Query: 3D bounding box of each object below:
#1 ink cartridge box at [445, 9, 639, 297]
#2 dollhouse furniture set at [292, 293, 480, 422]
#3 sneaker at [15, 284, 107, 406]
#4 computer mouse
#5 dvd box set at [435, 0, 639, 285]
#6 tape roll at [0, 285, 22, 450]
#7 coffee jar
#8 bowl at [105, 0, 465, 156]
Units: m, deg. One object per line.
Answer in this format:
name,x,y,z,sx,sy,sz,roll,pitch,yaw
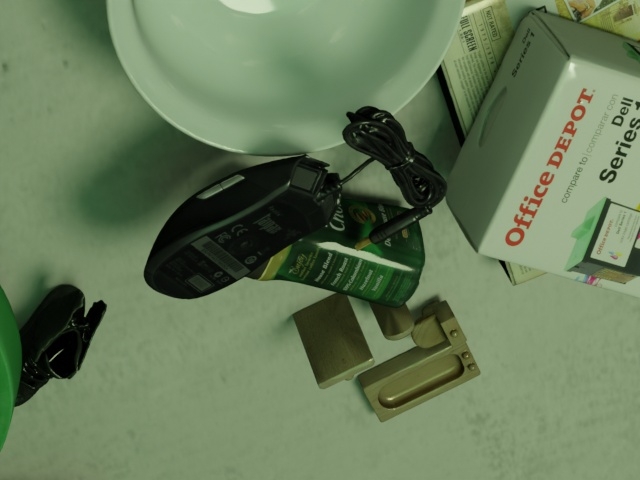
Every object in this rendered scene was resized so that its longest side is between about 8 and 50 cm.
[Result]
ink cartridge box,0.281,-0.063,1.489,0.278,0.117,0.201,15,114,-19
dollhouse furniture set,0.078,0.128,1.616,0.144,0.123,0.151,-26,121,2
sneaker,-0.255,0.106,1.545,0.051,0.089,0.170,27,109,-25
computer mouse,-0.021,-0.026,1.435,0.262,0.060,0.184,-33,147,17
dvd box set,0.326,-0.164,1.548,0.420,0.062,0.307,-22,121,0
tape roll,-0.432,0.114,1.484,0.321,0.077,0.321,-1,119,-2
coffee jar,0.000,0.000,1.541,0.184,0.096,0.079,11,131,-19
bowl,-0.037,-0.230,1.382,0.298,0.134,0.297,-6,121,-10
